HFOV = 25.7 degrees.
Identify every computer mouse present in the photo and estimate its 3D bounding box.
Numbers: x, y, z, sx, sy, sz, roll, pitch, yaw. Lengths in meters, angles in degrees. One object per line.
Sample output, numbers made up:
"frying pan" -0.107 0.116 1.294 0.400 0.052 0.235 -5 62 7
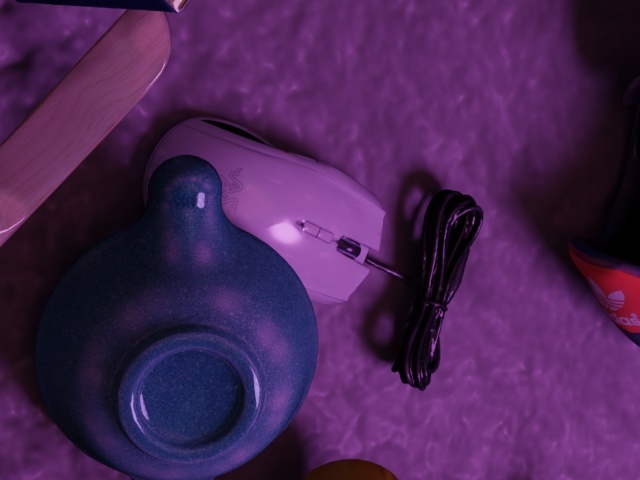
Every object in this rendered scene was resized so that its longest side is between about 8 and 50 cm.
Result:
"computer mouse" 0.000 0.000 0.707 0.193 0.042 0.106 23 89 -29

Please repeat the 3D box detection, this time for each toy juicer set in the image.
"toy juicer set" -0.099 0.071 0.656 0.209 0.089 0.329 -26 113 -1

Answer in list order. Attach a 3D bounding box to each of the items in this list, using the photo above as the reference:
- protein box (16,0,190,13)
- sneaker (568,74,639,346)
"protein box" -0.117 -0.200 0.518 0.200 0.201 0.136 42 79 -27
"sneaker" 0.258 -0.095 0.773 0.148 0.131 0.350 32 84 -33
